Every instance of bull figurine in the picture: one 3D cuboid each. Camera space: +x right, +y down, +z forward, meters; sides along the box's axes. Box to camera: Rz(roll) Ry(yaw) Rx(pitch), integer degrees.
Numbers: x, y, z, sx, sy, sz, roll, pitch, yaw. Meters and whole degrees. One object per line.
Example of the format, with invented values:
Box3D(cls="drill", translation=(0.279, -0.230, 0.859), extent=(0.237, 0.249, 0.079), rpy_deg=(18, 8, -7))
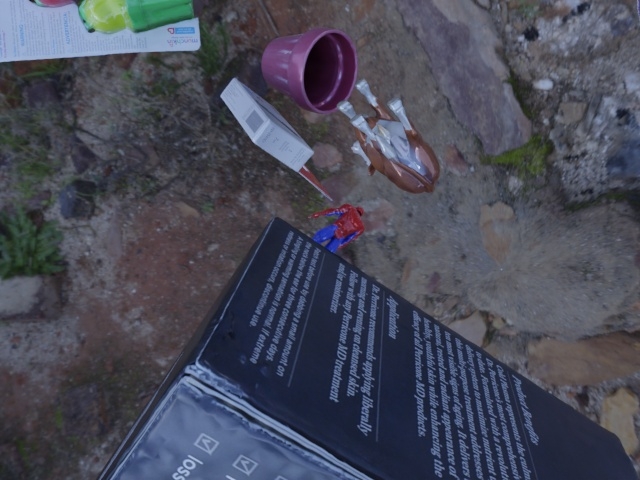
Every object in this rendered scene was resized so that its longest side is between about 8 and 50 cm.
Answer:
Box3D(cls="bull figurine", translation=(0.116, -0.181, 1.070), extent=(0.101, 0.310, 0.188), rpy_deg=(-40, 118, 0))

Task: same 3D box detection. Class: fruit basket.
Box3D(cls="fruit basket", translation=(-0.402, -0.476, 1.038), extent=(0.353, 0.165, 0.327), rpy_deg=(-8, 88, -2))

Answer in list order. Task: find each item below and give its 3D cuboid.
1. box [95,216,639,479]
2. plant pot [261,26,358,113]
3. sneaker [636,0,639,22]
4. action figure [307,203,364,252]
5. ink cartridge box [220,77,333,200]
Box3D(cls="box", translation=(0.002, 0.322, 0.610), extent=(0.472, 0.297, 0.480), rpy_deg=(34, 114, -6))
Box3D(cls="plant pot", translation=(-0.039, -0.423, 1.458), extent=(0.180, 0.201, 0.201), rpy_deg=(22, 94, 37))
Box3D(cls="sneaker", translation=(0.491, -0.236, 0.808), extent=(0.102, 0.282, 0.161), rpy_deg=(0, 55, 39))
Box3D(cls="action figure", translation=(0.000, 0.000, 1.318), extent=(0.139, 0.280, 0.091), rpy_deg=(-17, 107, 43))
Box3D(cls="ink cartridge box", translation=(-0.089, -0.245, 1.408), extent=(0.066, 0.261, 0.296), rpy_deg=(-49, 38, 11))
